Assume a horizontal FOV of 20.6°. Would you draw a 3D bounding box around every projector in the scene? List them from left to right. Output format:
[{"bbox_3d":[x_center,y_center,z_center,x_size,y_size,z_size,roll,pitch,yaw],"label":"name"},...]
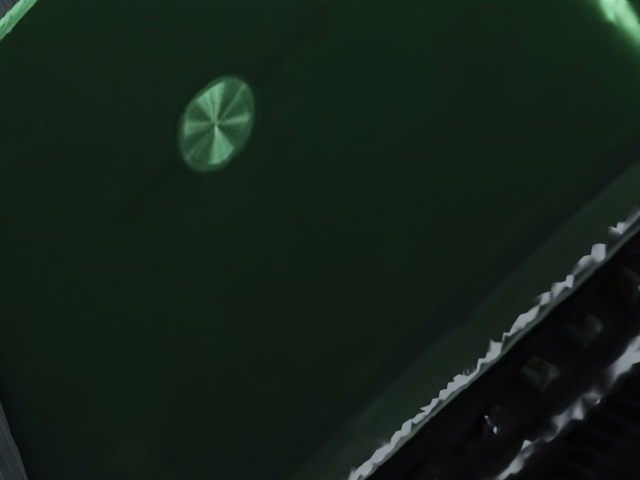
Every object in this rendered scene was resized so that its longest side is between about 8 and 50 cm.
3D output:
[{"bbox_3d":[0.027,-0.018,0.916,0.395,0.242,0.405,-44,49,17],"label":"projector"}]
